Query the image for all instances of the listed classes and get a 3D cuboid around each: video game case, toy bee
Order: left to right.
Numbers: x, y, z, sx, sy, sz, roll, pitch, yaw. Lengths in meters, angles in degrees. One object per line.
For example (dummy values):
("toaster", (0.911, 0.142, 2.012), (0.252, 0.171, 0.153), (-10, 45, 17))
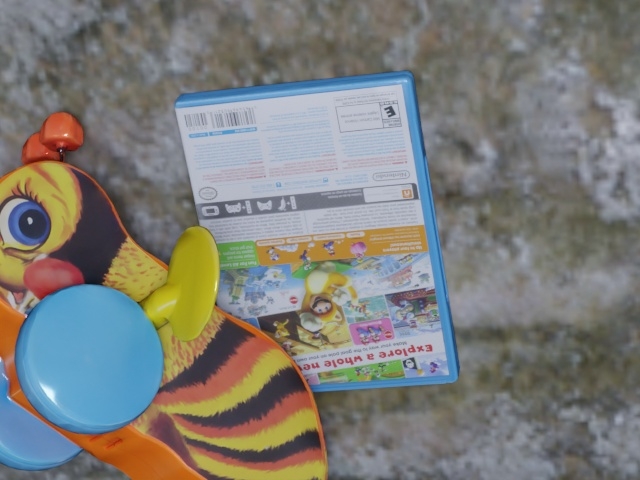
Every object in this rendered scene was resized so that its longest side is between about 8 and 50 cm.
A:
("toy bee", (-0.114, 0.023, 0.915), (0.195, 0.162, 0.298), (-10, 142, 40))
("video game case", (0.000, 0.000, 0.953), (0.119, 0.015, 0.166), (-5, 114, 13))
